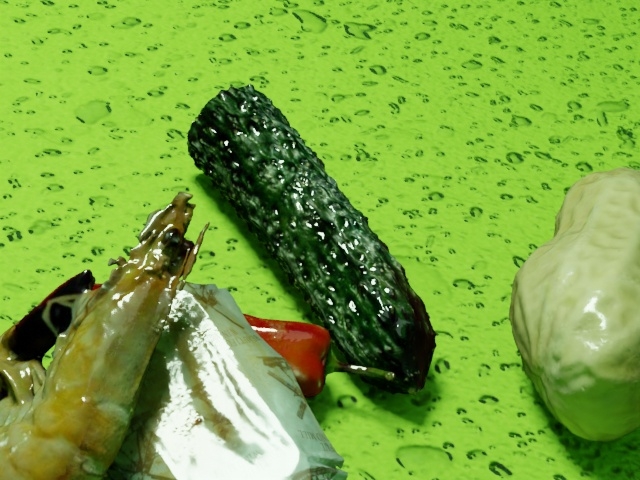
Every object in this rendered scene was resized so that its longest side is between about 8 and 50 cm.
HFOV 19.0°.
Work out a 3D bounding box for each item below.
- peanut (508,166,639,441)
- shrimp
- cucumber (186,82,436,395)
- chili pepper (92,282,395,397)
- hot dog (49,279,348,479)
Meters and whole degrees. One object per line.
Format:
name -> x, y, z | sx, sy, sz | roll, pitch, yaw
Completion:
peanut -> 0.241, 0.040, 1.606 | 0.152, 0.152, 0.313 | 18, 39, 8
shrimp -> -0.184, 0.083, 1.397 | 0.152, 0.063, 0.287 | 14, 68, 35
cucumber -> 0.000, 0.000, 1.630 | 0.096, 0.096, 0.359 | -11, 42, -28
chili pepper -> -0.071, 0.080, 1.532 | 0.272, 0.071, 0.063 | 15, 76, 12
hot dog -> -0.092, 0.137, 1.427 | 0.162, 0.082, 0.270 | -28, 56, -15
